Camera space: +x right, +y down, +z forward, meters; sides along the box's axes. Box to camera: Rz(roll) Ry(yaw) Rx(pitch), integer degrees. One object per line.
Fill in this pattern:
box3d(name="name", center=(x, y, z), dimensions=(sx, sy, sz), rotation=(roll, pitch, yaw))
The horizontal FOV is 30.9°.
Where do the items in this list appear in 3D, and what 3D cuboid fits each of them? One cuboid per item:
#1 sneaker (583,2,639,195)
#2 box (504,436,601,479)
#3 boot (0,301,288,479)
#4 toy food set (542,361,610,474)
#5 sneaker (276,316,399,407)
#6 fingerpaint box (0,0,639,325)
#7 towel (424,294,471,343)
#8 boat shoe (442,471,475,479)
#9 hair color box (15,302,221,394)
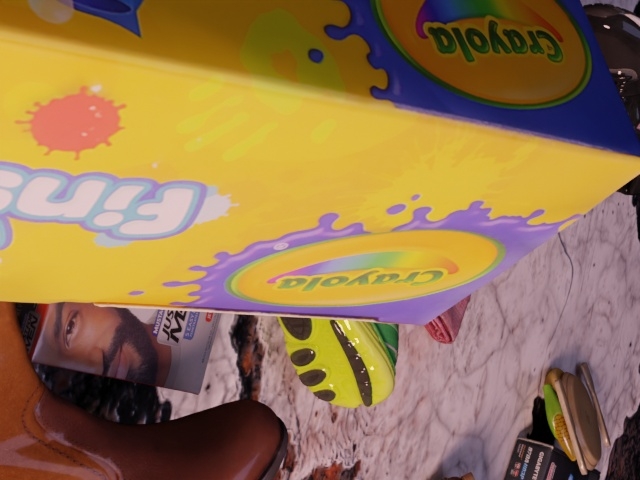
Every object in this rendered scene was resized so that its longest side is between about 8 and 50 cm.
box3d(name="sneaker", center=(0.362, -0.156, 1.386), dimensions=(0.124, 0.107, 0.283), rotation=(-58, 138, -17))
box3d(name="box", center=(0.267, 0.369, 1.431), dimensions=(0.175, 0.051, 0.220), rotation=(34, 72, -51))
box3d(name="boot", center=(-0.170, 0.084, 0.711), dimensions=(0.264, 0.096, 0.280), rotation=(-21, 119, -8))
box3d(name="toy food set", center=(0.313, 0.221, 1.438), dimensions=(0.192, 0.038, 0.132), rotation=(-1, 74, -67))
box3d(name="sneaker", center=(0.000, 0.000, 0.970), dimensions=(0.123, 0.109, 0.296), rotation=(-64, 145, -56))
box3d(name="fingerpaint box", center=(-0.125, -0.171, 0.451), dimensions=(0.444, 0.163, 0.371), rotation=(7, 57, -36))
box3d(name="towel", center=(0.151, -0.088, 1.179), dimensions=(0.237, 0.037, 0.329), rotation=(51, 59, -46))
box3d(name="boat shoe", center=(0.159, 0.339, 1.277), dimensions=(0.073, 0.073, 0.207), rotation=(-23, 121, -2))
box3d(name="hair color box", center=(-0.143, 0.049, 0.816), dimensions=(0.167, 0.053, 0.093), rotation=(21, 83, -51))
